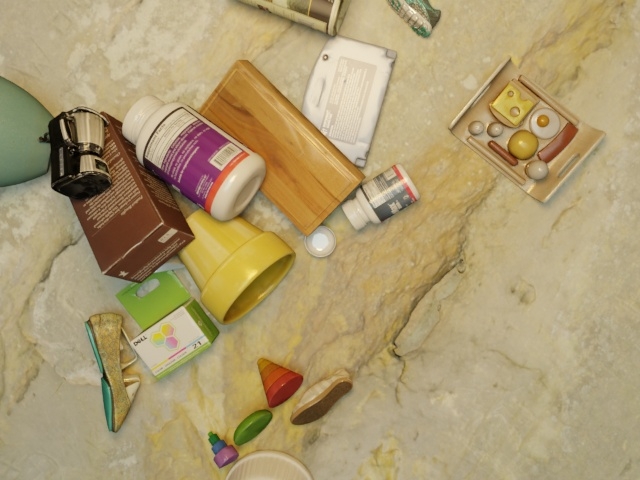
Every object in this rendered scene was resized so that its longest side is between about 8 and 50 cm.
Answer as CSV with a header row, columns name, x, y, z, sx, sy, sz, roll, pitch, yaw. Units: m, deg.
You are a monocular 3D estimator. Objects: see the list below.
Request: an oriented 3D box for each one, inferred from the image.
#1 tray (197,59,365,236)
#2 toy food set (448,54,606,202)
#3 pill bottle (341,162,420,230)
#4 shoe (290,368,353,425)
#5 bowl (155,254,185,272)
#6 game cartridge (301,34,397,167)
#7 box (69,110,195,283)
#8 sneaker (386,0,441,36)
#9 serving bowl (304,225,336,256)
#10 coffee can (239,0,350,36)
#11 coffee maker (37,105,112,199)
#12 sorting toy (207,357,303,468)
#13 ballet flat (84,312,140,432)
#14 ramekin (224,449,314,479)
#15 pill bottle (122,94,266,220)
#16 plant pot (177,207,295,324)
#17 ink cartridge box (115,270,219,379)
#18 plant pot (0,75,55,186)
name,x,y,z,sx,sy,sz,roll,pitch,yaw
tray,-0.107,-0.225,1.372,0.411,0.076,0.203,45,114,1
toy food set,0.498,-0.268,1.347,0.306,0.092,0.219,38,101,-4
pill bottle,0.149,-0.104,1.395,0.180,0.108,0.108,-32,97,10
shoe,0.000,0.435,1.537,0.219,0.058,0.076,-41,126,14
bowl,-0.426,0.050,1.431,0.142,0.142,0.053,-11,81,10
game cartridge,0.057,-0.349,1.386,0.196,0.060,0.294,16,101,-2
box,-0.481,-0.107,1.344,0.191,0.143,0.381,-38,64,10
sneaker,0.222,-0.573,1.336,0.166,0.065,0.076,45,84,-8
serving bowl,0.000,0.000,1.466,0.083,0.027,0.083,1,101,4
coffee can,-0.064,-0.612,1.269,0.275,0.201,0.201,20,101,0
coffee maker,-0.560,-0.188,1.272,0.171,0.120,0.178,-28,64,39
sorting toy,-0.204,0.466,1.547,0.126,0.127,0.365,45,105,25
ballet flat,-0.562,0.365,1.541,0.123,0.123,0.348,-6,102,5
ramekin,-0.152,0.745,1.563,0.273,0.127,0.272,1,101,5
pill bottle,-0.300,-0.201,1.307,0.323,0.181,0.181,36,101,7
plant pot,-0.232,0.042,1.395,0.239,0.254,0.254,44,101,12
ink cartridge box,-0.430,0.215,1.502,0.189,0.097,0.255,-34,97,9
plant pot,-0.767,-0.254,1.371,0.195,0.290,0.290,13,102,-24
